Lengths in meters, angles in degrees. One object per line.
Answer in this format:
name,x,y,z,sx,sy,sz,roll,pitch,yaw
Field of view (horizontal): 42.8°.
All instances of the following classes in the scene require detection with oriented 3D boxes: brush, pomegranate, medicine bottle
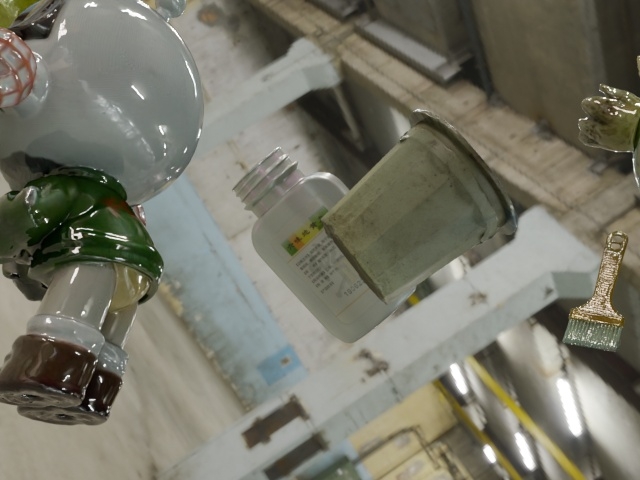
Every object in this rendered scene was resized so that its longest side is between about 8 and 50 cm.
brush,0.443,0.074,1.275,0.082,0.218,0.010,10,-31,26
pomegranate,0.515,-0.154,1.127,0.306,0.242,0.242,50,-10,26
medicine bottle,0.000,0.000,1.349,0.324,0.179,0.124,47,14,-3

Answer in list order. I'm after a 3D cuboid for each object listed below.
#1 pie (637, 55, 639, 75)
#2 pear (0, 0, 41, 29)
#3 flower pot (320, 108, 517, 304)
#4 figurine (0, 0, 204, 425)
pie,0.793,-0.371,1.592,0.339,0.339,0.083,48,-17,51
pear,-0.596,-0.409,1.424,0.253,0.306,0.253,-6,90,-86
flower pot,0.117,-0.034,1.086,0.212,0.202,0.212,52,-1,1
figurine,-0.182,-0.049,0.640,0.281,0.167,0.370,73,16,-62
